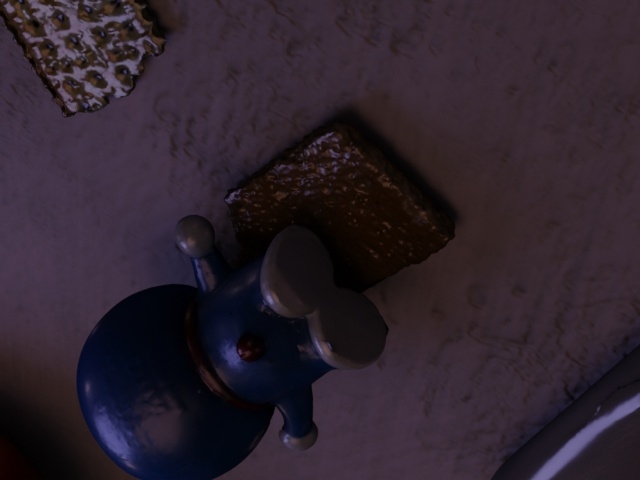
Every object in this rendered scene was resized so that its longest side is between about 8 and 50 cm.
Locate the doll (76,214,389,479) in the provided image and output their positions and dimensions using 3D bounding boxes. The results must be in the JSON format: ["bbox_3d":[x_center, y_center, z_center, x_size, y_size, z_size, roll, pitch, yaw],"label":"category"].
[{"bbox_3d":[-0.078,0.086,1.247,0.257,0.161,0.215,-28,100,29],"label":"doll"}]

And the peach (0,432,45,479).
[{"bbox_3d":[-0.444,0.355,1.577,0.388,0.388,0.388,16,137,16],"label":"peach"}]

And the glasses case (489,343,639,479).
[{"bbox_3d":[0.241,0.167,1.216,0.128,0.083,0.308,29,139,-7],"label":"glasses case"}]

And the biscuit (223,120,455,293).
[{"bbox_3d":[-0.011,-0.006,1.229,0.131,0.026,0.237,44,139,-14],"label":"biscuit"}]

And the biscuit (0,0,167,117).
[{"bbox_3d":[-0.191,-0.182,1.166,0.144,0.016,0.203,-9,125,36],"label":"biscuit"}]
